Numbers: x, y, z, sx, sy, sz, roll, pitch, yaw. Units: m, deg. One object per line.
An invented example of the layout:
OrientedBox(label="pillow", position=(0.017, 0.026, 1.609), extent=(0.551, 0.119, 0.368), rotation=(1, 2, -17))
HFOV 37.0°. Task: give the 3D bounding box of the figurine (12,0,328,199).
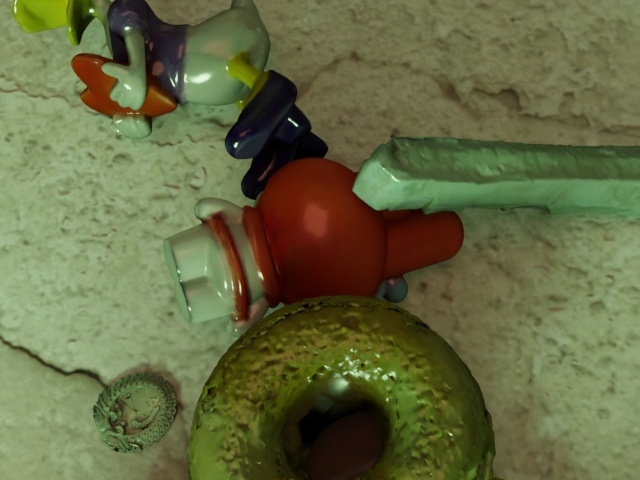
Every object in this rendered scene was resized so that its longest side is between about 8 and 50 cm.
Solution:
OrientedBox(label="figurine", position=(-0.171, -0.213, 0.989), extent=(0.420, 0.154, 0.193), rotation=(30, 71, 10))

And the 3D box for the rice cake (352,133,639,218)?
OrientedBox(label="rice cake", position=(0.193, -0.060, 0.908), extent=(0.336, 0.066, 0.063), rotation=(1, 62, -19))

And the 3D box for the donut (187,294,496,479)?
OrientedBox(label="donut", position=(0.011, 0.164, 0.790), extent=(0.272, 0.107, 0.272), rotation=(-2, 69, 5))

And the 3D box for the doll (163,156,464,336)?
OrientedBox(label="doll", position=(0.000, 0.000, 0.919), extent=(0.290, 0.130, 0.161), rotation=(-16, 93, -17))

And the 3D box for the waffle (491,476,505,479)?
OrientedBox(label="waffle", position=(0.063, 0.324, 0.848), extent=(0.292, 0.069, 0.260), rotation=(-16, 68, -1))

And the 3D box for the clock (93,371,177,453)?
OrientedBox(label="clock", position=(-0.181, 0.167, 0.938), extent=(0.083, 0.010, 0.074), rotation=(-32, 73, -8))

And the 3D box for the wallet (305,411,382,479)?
OrientedBox(label="wallet", position=(-0.001, 0.173, 0.887), extent=(0.118, 0.039, 0.153), rotation=(-22, 47, 0))
